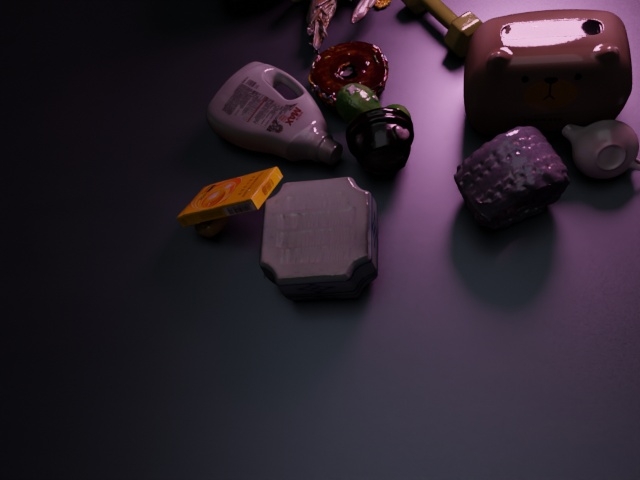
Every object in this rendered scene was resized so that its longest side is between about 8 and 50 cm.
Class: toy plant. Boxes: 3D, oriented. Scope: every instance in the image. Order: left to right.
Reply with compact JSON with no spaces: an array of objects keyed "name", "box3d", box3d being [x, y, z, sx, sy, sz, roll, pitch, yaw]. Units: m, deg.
[{"name":"toy plant","box3d":[0.146,-0.297,1.523,0.218,0.175,0.235,13,53,-25]}]

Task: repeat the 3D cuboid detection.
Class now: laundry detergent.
[{"name":"laundry detergent","box3d":[-0.103,-0.340,1.636,0.398,0.125,0.264,31,75,23]}]

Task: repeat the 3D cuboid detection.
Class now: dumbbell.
[{"name":"dumbbell","box3d":[0.353,-0.659,1.687,0.108,0.121,0.302,-47,60,23]}]

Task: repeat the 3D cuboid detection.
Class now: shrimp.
[{"name":"shrimp","box3d":[0.063,-0.716,1.774,0.247,0.085,0.360,13,70,35]}]

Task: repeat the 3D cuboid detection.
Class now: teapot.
[{"name":"teapot","box3d":[0.688,-0.210,1.384,0.226,0.145,0.092,25,33,-6]}]

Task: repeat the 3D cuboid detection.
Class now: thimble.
[{"name":"thimble","box3d":[0.447,-0.142,1.365,0.236,0.205,0.172,-23,63,1]}]

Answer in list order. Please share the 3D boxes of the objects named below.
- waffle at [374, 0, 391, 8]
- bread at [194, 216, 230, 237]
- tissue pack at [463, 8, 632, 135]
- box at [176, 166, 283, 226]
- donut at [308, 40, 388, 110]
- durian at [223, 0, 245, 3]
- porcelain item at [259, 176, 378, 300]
[{"name":"waffle","box3d":[0.183,-0.757,1.825,0.078,0.016,0.085,-41,64,-7]},{"name":"bread","box3d":[-0.284,-0.053,1.576,0.082,0.056,0.115,-1,45,45]},{"name":"tissue pack","box3d":[0.553,-0.420,1.436,0.387,0.277,0.267,3,63,13]},{"name":"box","box3d":[-0.239,-0.113,1.518,0.269,0.043,0.152,-10,32,33]},{"name":"donut","box3d":[0.084,-0.463,1.667,0.235,0.089,0.235,-5,64,10]},{"name":"durian","box3d":[-0.203,-0.929,1.832,0.384,0.347,0.348,1,65,11]},{"name":"porcelain item","box3d":[0.000,0.000,1.429,0.286,0.157,0.281,-5,65,12]}]
